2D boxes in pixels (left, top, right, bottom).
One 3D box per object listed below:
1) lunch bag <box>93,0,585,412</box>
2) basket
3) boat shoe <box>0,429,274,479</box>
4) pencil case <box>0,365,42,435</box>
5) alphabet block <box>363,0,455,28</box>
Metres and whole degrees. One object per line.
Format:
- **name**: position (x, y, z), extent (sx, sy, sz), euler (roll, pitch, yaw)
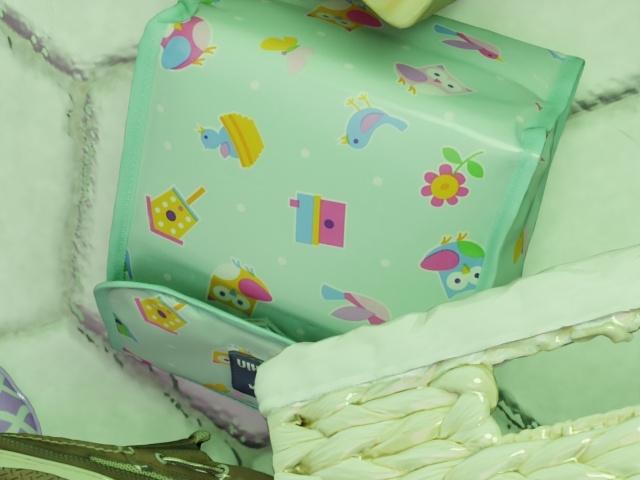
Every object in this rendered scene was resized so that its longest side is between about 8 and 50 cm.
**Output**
- **lunch bag**: position (0.000, 0.000, 1.045), extent (0.223, 0.160, 0.262), euler (21, 121, 8)
- **basket**: position (0.182, 0.192, 0.906), extent (0.328, 0.331, 0.266), euler (-16, 57, 20)
- **boat shoe**: position (-0.093, 0.161, 1.143), extent (0.257, 0.095, 0.095), euler (20, 136, -3)
- **pencil case**: position (-0.271, 0.156, 1.208), extent (0.206, 0.088, 0.086), euler (-38, 90, 24)
- **alphabet block**: position (0.056, -0.250, 0.938), extent (0.193, 0.192, 0.197), euler (44, 114, 4)
